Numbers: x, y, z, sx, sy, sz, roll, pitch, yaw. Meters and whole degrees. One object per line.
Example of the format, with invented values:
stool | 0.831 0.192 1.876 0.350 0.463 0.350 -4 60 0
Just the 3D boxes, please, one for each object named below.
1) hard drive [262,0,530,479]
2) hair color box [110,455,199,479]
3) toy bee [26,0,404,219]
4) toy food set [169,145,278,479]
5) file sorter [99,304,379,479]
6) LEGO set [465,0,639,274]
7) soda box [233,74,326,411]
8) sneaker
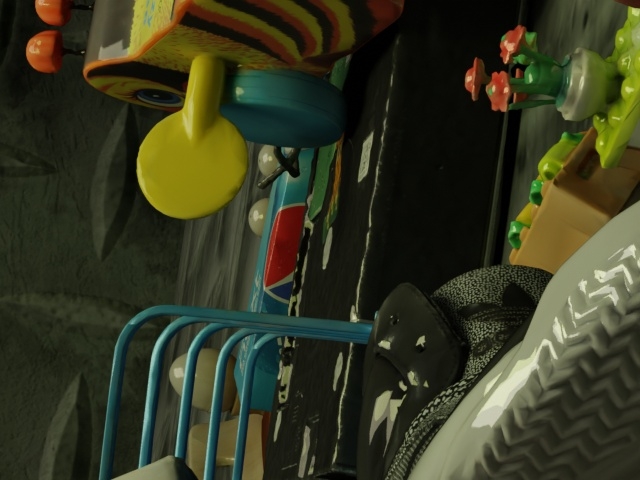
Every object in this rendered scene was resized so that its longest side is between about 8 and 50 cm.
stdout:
hard drive | 0.039 -0.041 0.917 0.237 0.064 0.339 133 146 -76
hair color box | -0.055 0.240 0.397 0.105 0.174 0.347 59 -170 -52
toy bee | -0.062 -0.093 0.898 0.298 0.162 0.195 111 165 -54
toy food set | -0.049 0.046 1.332 0.220 0.092 0.306 -104 25 -73
file sorter | -0.005 0.087 0.686 0.170 0.104 0.118 23 -108 -75
LEGO set | 0.078 -0.066 0.502 0.287 0.107 0.132 139 141 -78
soda box | 0.000 0.000 1.131 0.071 0.067 0.210 -111 32 -76
sneaker | 0.060 0.047 0.490 0.268 0.101 0.153 105 169 -47
